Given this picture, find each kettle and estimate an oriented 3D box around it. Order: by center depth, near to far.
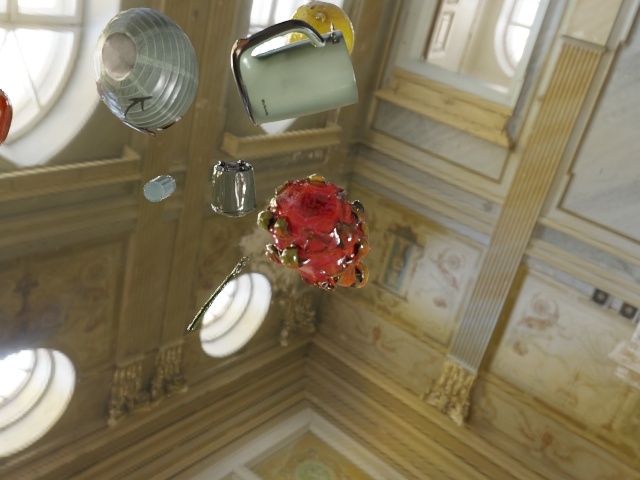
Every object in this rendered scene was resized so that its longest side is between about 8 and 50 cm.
[{"bbox_3d":[-0.061,-0.377,1.510,0.256,0.240,0.165,-13,-132,2],"label":"kettle"}]

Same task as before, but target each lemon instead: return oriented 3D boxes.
[{"bbox_3d":[-0.004,-0.653,2.226,0.236,0.263,0.235,12,-118,-23],"label":"lemon"}]

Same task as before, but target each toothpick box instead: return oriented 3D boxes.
[{"bbox_3d":[-0.378,-0.123,1.612,0.052,0.052,0.083,15,-163,3],"label":"toothpick box"}]

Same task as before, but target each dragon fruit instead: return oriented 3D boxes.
[{"bbox_3d":[0.002,-0.001,1.552,0.307,0.227,0.243,47,174,-5],"label":"dragon fruit"}]

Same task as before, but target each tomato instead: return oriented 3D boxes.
[{"bbox_3d":[-0.626,-0.230,1.286,0.159,0.138,0.091,15,-168,41],"label":"tomato"}]

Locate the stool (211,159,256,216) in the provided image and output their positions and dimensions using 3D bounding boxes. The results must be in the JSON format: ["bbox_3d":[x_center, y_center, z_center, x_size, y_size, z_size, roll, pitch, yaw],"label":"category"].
[{"bbox_3d":[-0.182,-0.110,1.436,0.096,0.110,0.096,2,-156,-1],"label":"stool"}]

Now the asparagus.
[{"bbox_3d":[-0.178,0.092,1.184,0.016,0.166,0.013,40,177,-43],"label":"asparagus"}]

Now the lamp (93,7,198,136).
[{"bbox_3d":[-0.375,-0.368,1.496,0.233,0.233,0.265,-13,-109,-44],"label":"lamp"}]
